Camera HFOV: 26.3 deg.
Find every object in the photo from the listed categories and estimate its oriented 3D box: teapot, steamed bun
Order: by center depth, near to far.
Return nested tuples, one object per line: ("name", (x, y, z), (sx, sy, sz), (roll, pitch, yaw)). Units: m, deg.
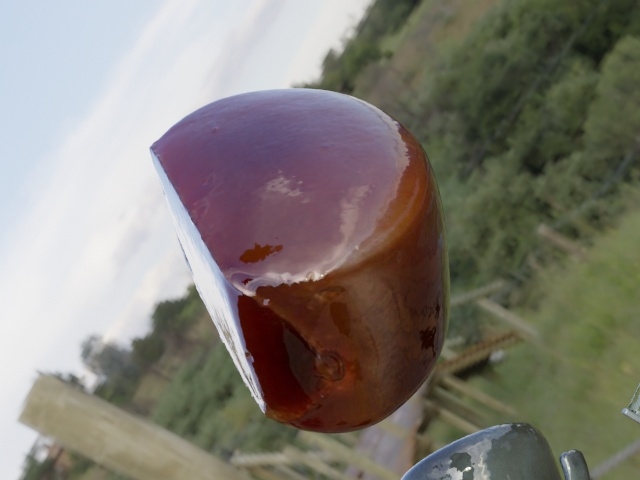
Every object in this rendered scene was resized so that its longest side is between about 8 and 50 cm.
("steamed bun", (0.000, 0.000, 1.361), (0.379, 0.248, 0.235), (-127, 19, -55))
("teapot", (0.277, 0.388, 1.794), (0.305, 0.285, 0.223), (-36, -25, 26))

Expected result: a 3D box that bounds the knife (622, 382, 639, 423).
("knife", (0.508, 0.216, 1.620), (0.123, 0.278, 0.053), (-62, -8, -4))
